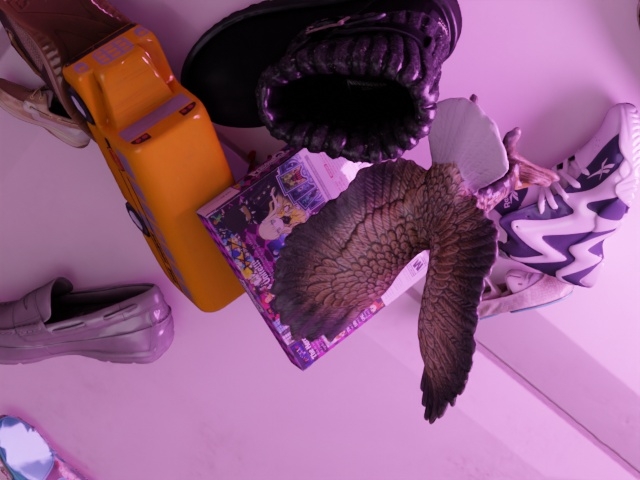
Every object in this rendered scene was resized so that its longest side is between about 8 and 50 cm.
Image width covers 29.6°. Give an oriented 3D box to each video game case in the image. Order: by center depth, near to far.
[{"bbox_3d":[0.000,0.000,1.401,0.210,0.042,0.232,-38,116,-14],"label":"video game case"}]

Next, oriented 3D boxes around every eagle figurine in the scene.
[{"bbox_3d":[0.112,0.010,1.268,0.225,0.298,0.226,43,167,-17],"label":"eagle figurine"}]

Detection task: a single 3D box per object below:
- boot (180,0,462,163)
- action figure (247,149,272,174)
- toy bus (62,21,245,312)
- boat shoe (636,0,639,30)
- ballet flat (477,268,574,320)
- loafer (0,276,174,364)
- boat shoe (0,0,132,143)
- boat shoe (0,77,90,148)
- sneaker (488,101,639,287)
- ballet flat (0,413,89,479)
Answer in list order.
[{"bbox_3d":[-0.027,-0.161,1.249,0.348,0.260,0.131,-15,116,25],"label":"boot"},{"bbox_3d":[-0.083,-0.053,1.480,0.038,0.030,0.115,13,127,1],"label":"action figure"},{"bbox_3d":[-0.171,-0.077,1.383,0.130,0.108,0.333,40,158,43],"label":"toy bus"},{"bbox_3d":[0.393,-0.141,1.247,0.095,0.095,0.257,-25,113,28],"label":"boat shoe"},{"bbox_3d":[0.219,0.062,1.456,0.168,0.057,0.052,-17,106,24],"label":"ballet flat"},{"bbox_3d":[-0.352,0.099,1.610,0.319,0.112,0.111,-2,117,8],"label":"loafer"},{"bbox_3d":[-0.292,-0.238,1.374,0.123,0.123,0.342,-43,128,-7],"label":"boat shoe"},{"bbox_3d":[-0.333,-0.164,1.466,0.135,0.050,0.045,27,123,-15],"label":"boat shoe"},{"bbox_3d":[0.257,-0.056,1.341,0.153,0.094,0.235,10,135,-1],"label":"sneaker"},{"bbox_3d":[-0.414,0.358,1.811,0.241,0.091,0.077,48,144,-12],"label":"ballet flat"}]
